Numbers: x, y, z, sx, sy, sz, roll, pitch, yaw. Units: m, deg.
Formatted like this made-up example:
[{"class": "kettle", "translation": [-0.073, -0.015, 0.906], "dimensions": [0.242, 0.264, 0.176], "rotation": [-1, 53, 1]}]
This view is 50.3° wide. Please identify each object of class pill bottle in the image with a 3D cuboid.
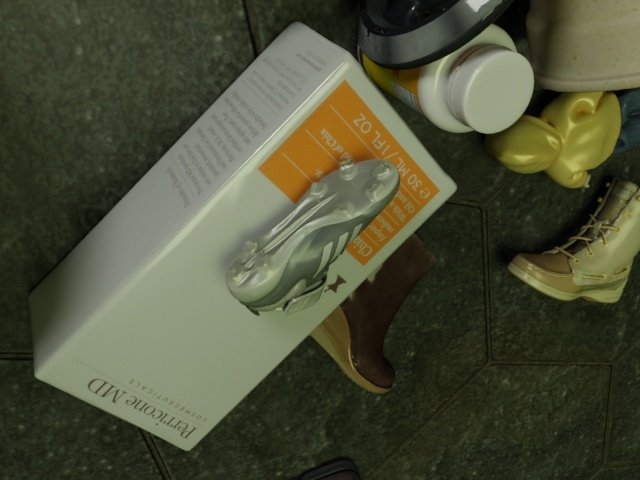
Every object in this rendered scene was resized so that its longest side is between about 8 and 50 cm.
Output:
[{"class": "pill bottle", "translation": [0.134, -0.193, 0.748], "dimensions": [0.117, 0.215, 0.117], "rotation": [-12, 123, -20]}]

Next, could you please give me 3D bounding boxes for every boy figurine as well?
[{"class": "boy figurine", "translation": [0.365, -0.148, 0.966], "dimensions": [0.285, 0.092, 0.177], "rotation": [-19, 125, -14]}]

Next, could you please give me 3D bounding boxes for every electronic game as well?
[{"class": "electronic game", "translation": [0.125, -0.273, 0.687], "dimensions": [0.048, 0.229, 0.229], "rotation": [31, 102, -37]}]

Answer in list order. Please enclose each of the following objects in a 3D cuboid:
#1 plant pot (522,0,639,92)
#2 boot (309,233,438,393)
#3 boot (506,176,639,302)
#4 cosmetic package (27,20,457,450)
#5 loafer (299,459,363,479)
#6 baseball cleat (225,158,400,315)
[{"class": "plant pot", "translation": [0.334, -0.370, 0.707], "dimensions": [0.333, 0.334, 0.305], "rotation": [-30, 115, -7]}, {"class": "boot", "translation": [0.094, 0.098, 0.980], "dimensions": [0.207, 0.090, 0.248], "rotation": [-41, 124, 4]}, {"class": "boot", "translation": [0.427, -0.006, 1.077], "dimensions": [0.261, 0.095, 0.204], "rotation": [8, 115, -31]}, {"class": "cosmetic package", "translation": [-0.093, 0.002, 0.790], "dimensions": [0.453, 0.161, 0.230], "rotation": [-45, 127, 5]}, {"class": "loafer", "translation": [-0.058, 0.469, 1.125], "dimensions": [0.302, 0.095, 0.109], "rotation": [-24, 126, -11]}, {"class": "baseball cleat", "translation": [0.000, 0.000, 0.699], "dimensions": [0.206, 0.072, 0.109], "rotation": [-33, 141, 1]}]
